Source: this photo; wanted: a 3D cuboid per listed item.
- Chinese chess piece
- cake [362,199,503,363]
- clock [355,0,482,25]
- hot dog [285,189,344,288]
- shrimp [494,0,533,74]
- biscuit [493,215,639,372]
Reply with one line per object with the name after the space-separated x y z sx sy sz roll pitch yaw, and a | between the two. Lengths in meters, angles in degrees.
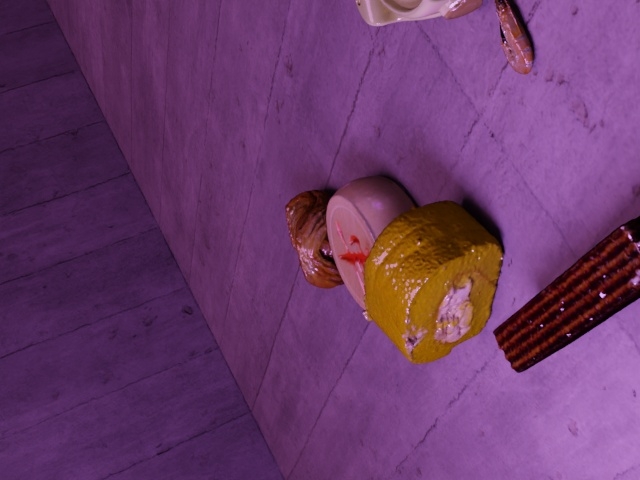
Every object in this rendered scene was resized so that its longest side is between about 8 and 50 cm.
0.101 0.012 1.697 0.251 0.097 0.251 52 154 39 | Chinese chess piece
0.165 0.072 1.481 0.156 0.179 0.260 52 153 39 | cake
0.129 -0.394 1.237 0.308 0.096 0.235 25 132 61 | clock
0.003 -0.001 1.889 0.259 0.114 0.175 -118 14 -71 | hot dog
0.236 -0.257 1.211 0.059 0.023 0.108 141 107 -77 | shrimp
0.329 0.064 1.168 0.073 0.107 0.388 60 158 14 | biscuit
